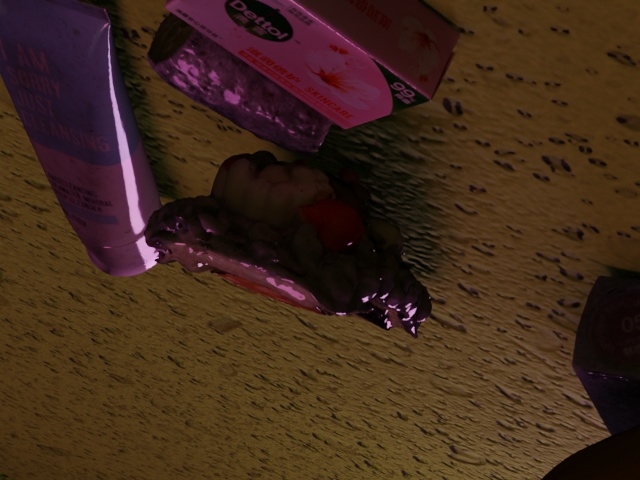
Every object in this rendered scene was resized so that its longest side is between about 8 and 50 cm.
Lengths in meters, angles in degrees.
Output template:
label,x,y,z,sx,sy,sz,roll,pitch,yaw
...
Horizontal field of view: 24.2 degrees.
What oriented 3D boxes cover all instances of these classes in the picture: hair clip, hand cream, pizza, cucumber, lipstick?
label,x,y,z,sx,sy,sz,roll,pitch,yaw
hair clip,0.001,-0.002,0.943,0.138,0.091,0.321,19,179,13
hand cream,-0.160,-0.073,1.013,0.111,0.070,0.312,21,157,18
pizza,-0.028,0.033,1.190,0.099,0.029,0.100,30,164,-38
cucumber,-0.037,-0.089,0.824,0.112,0.064,0.064,32,159,-21
lipstick,0.247,0.125,1.015,0.076,0.077,0.289,4,152,30

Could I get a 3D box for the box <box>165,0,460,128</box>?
label,x,y,z,sx,sy,sz,roll,pitch,yaw
box,-0.004,-0.112,0.757,0.125,0.043,0.089,32,159,-21

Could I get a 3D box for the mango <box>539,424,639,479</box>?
label,x,y,z,sx,sy,sz,roll,pitch,yaw
mango,0.244,0.168,0.888,0.332,0.142,0.195,-34,140,25
